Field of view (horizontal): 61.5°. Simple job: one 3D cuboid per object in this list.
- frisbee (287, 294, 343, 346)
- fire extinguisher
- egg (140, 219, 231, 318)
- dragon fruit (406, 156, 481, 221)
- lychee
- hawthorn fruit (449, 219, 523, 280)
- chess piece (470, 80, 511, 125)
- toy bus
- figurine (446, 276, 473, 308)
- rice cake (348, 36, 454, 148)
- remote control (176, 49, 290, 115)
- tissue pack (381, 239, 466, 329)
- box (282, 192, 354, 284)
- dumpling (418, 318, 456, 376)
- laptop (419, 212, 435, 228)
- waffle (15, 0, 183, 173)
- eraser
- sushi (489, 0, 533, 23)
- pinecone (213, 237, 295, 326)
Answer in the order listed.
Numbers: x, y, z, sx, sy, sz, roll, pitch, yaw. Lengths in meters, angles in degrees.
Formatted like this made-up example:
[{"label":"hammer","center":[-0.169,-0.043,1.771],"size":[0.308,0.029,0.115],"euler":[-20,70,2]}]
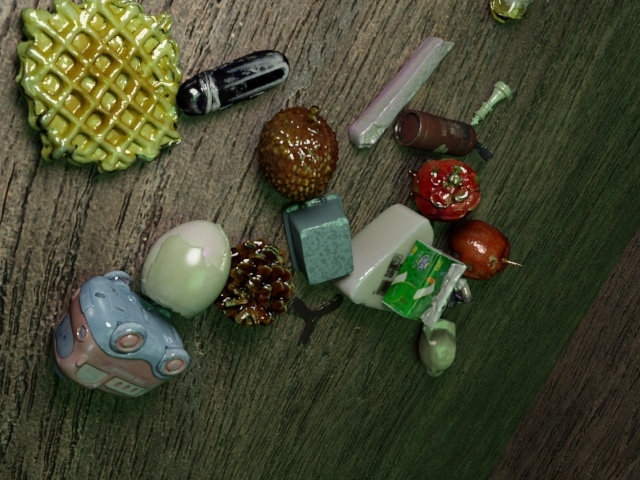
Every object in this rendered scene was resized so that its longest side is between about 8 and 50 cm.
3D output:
[{"label":"frisbee","center":[-0.033,0.245,1.635],"size":[0.211,0.012,0.187],"euler":[4,115,-40]},{"label":"fire extinguisher","center":[0.368,-0.281,1.521],"size":[0.344,0.138,0.102],"euler":[3,135,-38]},{"label":"egg","center":[-0.290,0.054,1.195],"size":[0.183,0.183,0.217],"euler":[42,73,-45]},{"label":"dragon fruit","center":[0.356,-0.145,1.547],"size":[0.192,0.274,0.193],"euler":[-9,91,1]},{"label":"lychee","center":[-0.048,-0.199,1.203],"size":[0.200,0.200,0.238],"euler":[-15,148,-31]},{"label":"hawthorn fruit","center":[0.556,0.047,1.796],"size":[0.207,0.243,0.207],"euler":[-31,132,-43]},{"label":"chess piece","center":[0.501,-0.402,1.611],"size":[0.149,0.059,0.059],"euler":[-49,136,7]},{"label":"toy bus","center":[-0.449,0.231,1.182],"size":[0.232,0.197,0.294],"euler":[-39,137,3]},{"label":"figurine","center":[0.408,0.166,1.832],"size":[0.222,0.145,0.145],"euler":[-4,120,-29]},{"label":"rice cake","center":[0.202,-0.383,1.371],"size":[0.365,0.073,0.056],"euler":[-50,133,-1]},{"label":"remote control","center":[-0.167,-0.319,1.093],"size":[0.266,0.066,0.090],"euler":[-34,132,-32]},{"label":"tissue pack","center":[0.312,0.132,1.528],"size":[0.148,0.156,0.209],"euler":[21,100,-47]},{"label":"box","center":[0.000,0.000,1.419],"size":[0.162,0.130,0.227],"euler":[-17,129,-11]},{"label":"dumpling","center":[0.448,0.404,2.035],"size":[0.162,0.132,0.250],"euler":[-15,111,-20]},{"label":"laptop","center":[0.323,-0.015,1.730],"size":[0.129,0.016,0.180],"euler":[-25,132,-39]},{"label":"waffle","center":[-0.388,-0.279,0.978],"size":[0.297,0.073,0.317],"euler":[-18,120,-36]},{"label":"eraser","center":[0.171,0.085,1.595],"size":[0.331,0.150,0.331],"euler":[-19,127,-27]},{"label":"sushi","center":[0.501,-0.704,1.362],"size":[0.139,0.131,0.290],"euler":[-18,135,-30]},{"label":"pinecone","center":[-0.160,0.117,1.319],"size":[0.222,0.221,0.221],"euler":[-20,128,-28]}]
